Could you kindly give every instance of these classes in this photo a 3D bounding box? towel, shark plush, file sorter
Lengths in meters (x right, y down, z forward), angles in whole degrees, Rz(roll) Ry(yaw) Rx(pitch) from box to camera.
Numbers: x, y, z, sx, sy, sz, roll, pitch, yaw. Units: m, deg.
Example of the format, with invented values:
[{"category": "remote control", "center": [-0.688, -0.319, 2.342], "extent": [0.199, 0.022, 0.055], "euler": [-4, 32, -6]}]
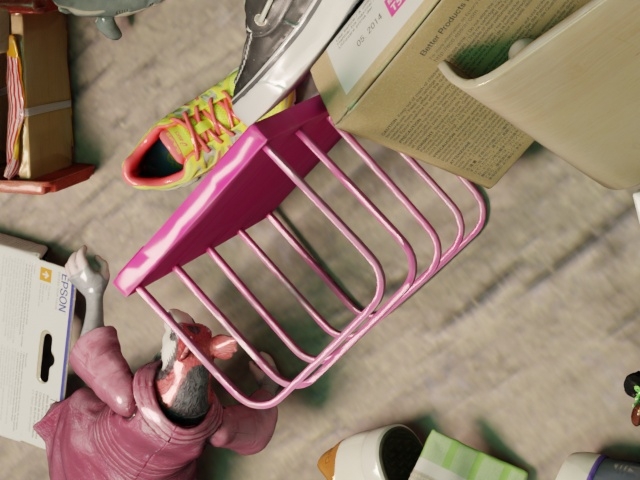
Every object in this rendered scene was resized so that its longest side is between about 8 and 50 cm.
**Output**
[{"category": "towel", "center": [0.126, 0.269, 1.552], "extent": [0.113, 0.023, 0.152], "euler": [26, 78, -13]}, {"category": "shark plush", "center": [-0.225, -0.253, 1.592], "extent": [0.067, 0.161, 0.073], "euler": [-5, 72, 45]}, {"category": "file sorter", "center": [0.000, 0.000, 1.465], "extent": [0.182, 0.290, 0.202], "euler": [47, 117, 5]}]

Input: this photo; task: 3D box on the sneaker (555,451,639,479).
[{"category": "sneaker", "center": [0.310, 0.364, 1.493], "extent": [0.236, 0.130, 0.323], "euler": [14, 103, 26]}]

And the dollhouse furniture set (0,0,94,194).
[{"category": "dollhouse furniture set", "center": [-0.367, -0.132, 1.561], "extent": [0.152, 0.374, 0.201], "euler": [4, 103, 20]}]

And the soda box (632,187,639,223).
[{"category": "soda box", "center": [0.383, -0.034, 1.397], "extent": [0.216, 0.069, 0.074], "euler": [-12, 96, 27]}]

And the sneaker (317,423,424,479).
[{"category": "sneaker", "center": [0.082, 0.327, 1.623], "extent": [0.123, 0.106, 0.290], "euler": [-20, 89, 42]}]

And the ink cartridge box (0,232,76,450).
[{"category": "ink cartridge box", "center": [-0.360, 0.101, 1.795], "extent": [0.224, 0.045, 0.223], "euler": [16, 110, 20]}]

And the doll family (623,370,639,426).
[{"category": "doll family", "center": [0.328, 0.116, 1.462], "extent": [0.111, 0.076, 0.193], "euler": [27, 107, 22]}]

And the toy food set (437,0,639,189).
[{"category": "toy food set", "center": [0.279, -0.176, 1.343], "extent": [0.306, 0.219, 0.092], "euler": [-34, 48, 27]}]

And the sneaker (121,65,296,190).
[{"category": "sneaker", "center": [-0.111, -0.105, 1.600], "extent": [0.208, 0.094, 0.081], "euler": [-36, 84, 26]}]

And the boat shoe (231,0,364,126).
[{"category": "boat shoe", "center": [-0.020, -0.218, 1.440], "extent": [0.102, 0.108, 0.301], "euler": [41, 140, 1]}]

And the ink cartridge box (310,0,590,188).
[{"category": "ink cartridge box", "center": [0.138, -0.176, 1.407], "extent": [0.235, 0.193, 0.088], "euler": [-49, 40, 26]}]

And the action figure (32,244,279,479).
[{"category": "action figure", "center": [-0.182, 0.190, 1.591], "extent": [0.248, 0.276, 0.370], "euler": [23, 145, -8]}]
